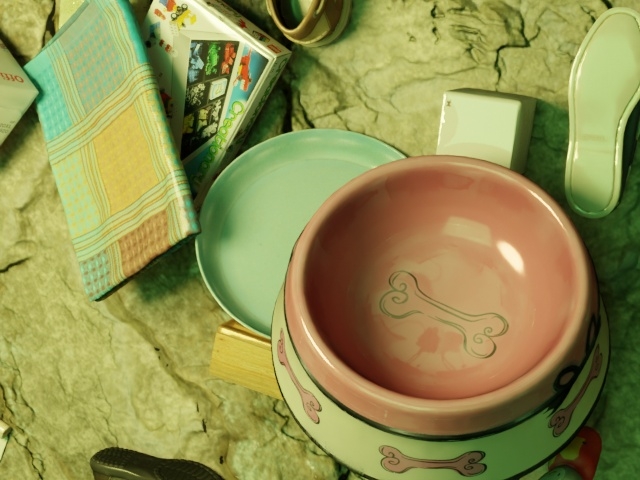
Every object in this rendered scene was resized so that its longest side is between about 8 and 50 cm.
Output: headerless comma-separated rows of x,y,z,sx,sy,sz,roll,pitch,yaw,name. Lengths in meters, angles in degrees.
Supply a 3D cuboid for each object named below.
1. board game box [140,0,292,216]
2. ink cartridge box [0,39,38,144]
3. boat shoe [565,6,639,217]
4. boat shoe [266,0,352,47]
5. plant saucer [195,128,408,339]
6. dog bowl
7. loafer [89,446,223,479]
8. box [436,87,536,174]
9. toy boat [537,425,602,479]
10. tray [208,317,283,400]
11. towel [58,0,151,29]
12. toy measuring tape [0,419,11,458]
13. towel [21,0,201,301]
-0.189,-0.182,1.885,0.193,0.053,0.305,38,118,12,board game box
-0.552,-0.233,1.952,0.168,0.171,0.233,-49,63,22,ink cartridge box
0.351,-0.155,1.680,0.095,0.079,0.255,6,103,19,boat shoe
-0.021,-0.410,1.769,0.123,0.116,0.325,-3,97,22,boat shoe
0.000,0.000,1.779,0.317,0.044,0.318,-1,60,2,plant saucer
0.138,0.077,1.612,0.407,0.150,0.408,-1,58,2,dog bowl
-0.230,0.359,2.003,0.220,0.080,0.078,12,112,25,loafer
0.206,-0.134,1.736,0.101,0.087,0.102,11,102,20,box
0.281,0.382,1.719,0.267,0.148,0.318,18,124,18,toy boat
0.088,0.176,1.769,0.410,0.203,0.076,17,106,19,tray
-0.303,-0.305,1.948,0.148,0.027,0.110,3,100,21,towel
-0.569,0.422,2.122,0.121,0.121,0.330,31,108,15,toy measuring tape
-0.291,-0.132,1.870,0.271,0.040,0.370,-32,71,45,towel
